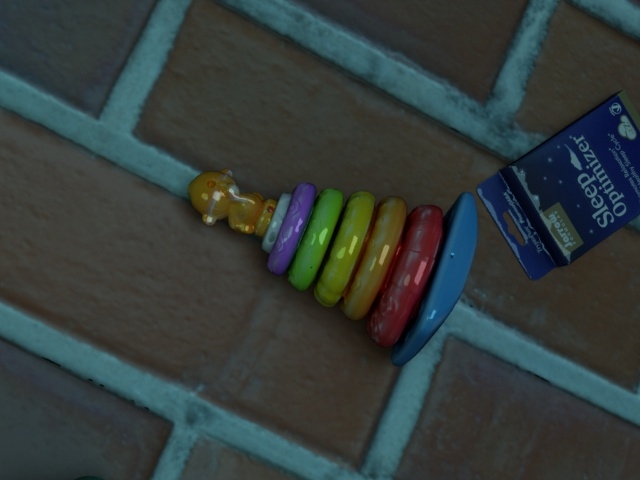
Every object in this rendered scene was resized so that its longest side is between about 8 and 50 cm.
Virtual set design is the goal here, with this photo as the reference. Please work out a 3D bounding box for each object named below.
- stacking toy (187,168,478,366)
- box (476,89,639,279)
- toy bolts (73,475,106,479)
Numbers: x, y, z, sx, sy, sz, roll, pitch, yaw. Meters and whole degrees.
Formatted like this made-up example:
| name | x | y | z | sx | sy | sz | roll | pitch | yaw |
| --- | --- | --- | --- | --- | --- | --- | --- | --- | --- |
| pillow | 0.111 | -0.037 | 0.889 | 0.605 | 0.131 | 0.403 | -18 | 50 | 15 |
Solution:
| name | x | y | z | sx | sy | sz | roll | pitch | yaw |
| --- | --- | --- | --- | --- | --- | --- | --- | --- | --- |
| stacking toy | 0.000 | 0.000 | 1.436 | 0.302 | 0.166 | 0.175 | 21 | 67 | -3 |
| box | 0.306 | -0.064 | 1.594 | 0.225 | 0.036 | 0.136 | -33 | 94 | -18 |
| toy bolts | -0.262 | 0.337 | 1.326 | 0.218 | 0.158 | 0.228 | 15 | 87 | 25 |
